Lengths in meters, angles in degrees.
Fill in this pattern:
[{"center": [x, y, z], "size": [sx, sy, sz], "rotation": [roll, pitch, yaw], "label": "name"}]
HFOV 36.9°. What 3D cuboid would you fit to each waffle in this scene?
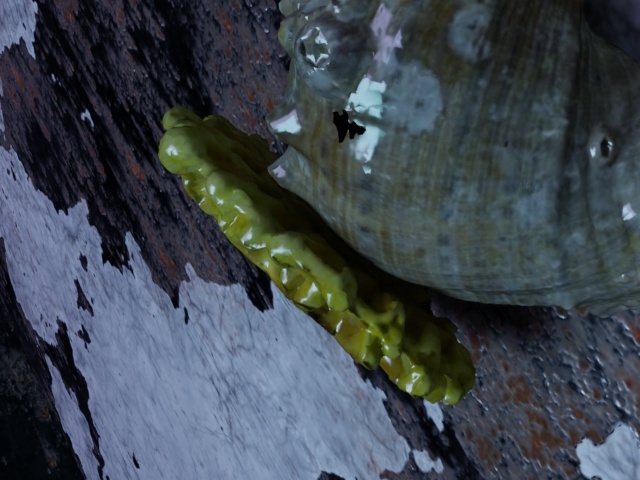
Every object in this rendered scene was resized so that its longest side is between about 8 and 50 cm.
[{"center": [-0.002, 0.003, 0.752], "size": [0.307, 0.060, 0.312], "rotation": [42, -171, -3], "label": "waffle"}]

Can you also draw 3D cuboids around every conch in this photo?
[{"center": [0.072, -0.070, 0.619], "size": [0.352, 0.210, 0.297], "rotation": [61, 164, 19], "label": "conch"}]
